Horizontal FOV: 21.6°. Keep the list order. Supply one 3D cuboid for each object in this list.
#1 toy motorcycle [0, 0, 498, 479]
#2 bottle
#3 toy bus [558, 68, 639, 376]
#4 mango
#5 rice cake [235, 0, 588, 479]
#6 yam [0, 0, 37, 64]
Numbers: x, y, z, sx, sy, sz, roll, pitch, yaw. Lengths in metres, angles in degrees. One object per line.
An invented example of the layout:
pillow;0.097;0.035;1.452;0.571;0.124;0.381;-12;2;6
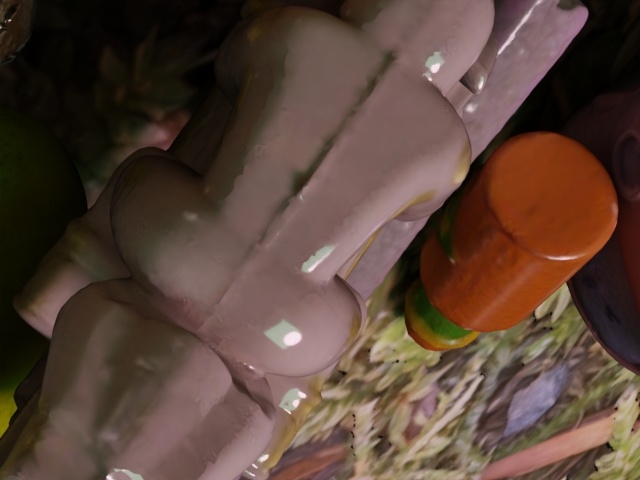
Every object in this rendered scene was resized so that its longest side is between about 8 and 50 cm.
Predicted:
toy motorcycle;-0.021;-0.005;0.580;0.223;0.108;0.340;-47;-172;48
bottle;0.083;0.012;0.839;0.069;0.069;0.187;-26;166;-23
toy bus;0.243;-0.026;0.868;0.294;0.232;0.197;-26;106;-30
mango;-0.141;0.025;0.642;0.117;0.089;0.163;10;120;-54
rice cake;0.000;0.000;0.779;0.056;0.072;0.365;21;109;-51
yam;-0.139;-0.117;0.483;0.107;0.107;0.183;-27;140;-23
